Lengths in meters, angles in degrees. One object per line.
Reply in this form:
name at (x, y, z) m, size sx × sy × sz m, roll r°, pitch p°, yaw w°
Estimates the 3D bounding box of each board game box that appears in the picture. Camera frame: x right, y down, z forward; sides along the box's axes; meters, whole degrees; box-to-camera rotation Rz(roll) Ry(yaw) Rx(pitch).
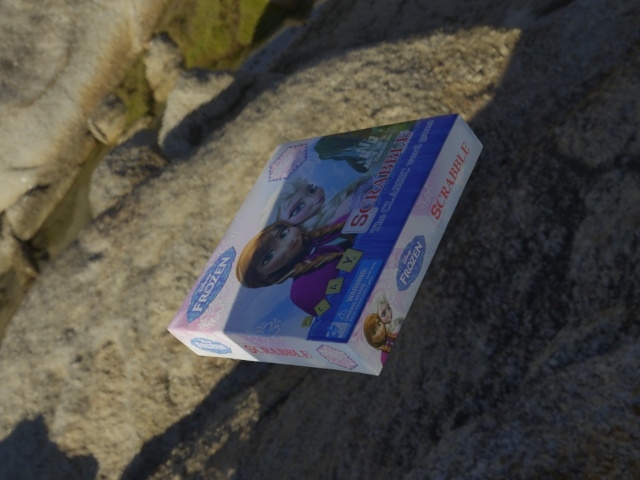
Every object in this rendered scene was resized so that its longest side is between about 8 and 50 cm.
board game box at (0.000, 0.000, 1.021) m, size 0.318 × 0.066 × 0.318 m, roll -4°, pitch 50°, yaw 46°
